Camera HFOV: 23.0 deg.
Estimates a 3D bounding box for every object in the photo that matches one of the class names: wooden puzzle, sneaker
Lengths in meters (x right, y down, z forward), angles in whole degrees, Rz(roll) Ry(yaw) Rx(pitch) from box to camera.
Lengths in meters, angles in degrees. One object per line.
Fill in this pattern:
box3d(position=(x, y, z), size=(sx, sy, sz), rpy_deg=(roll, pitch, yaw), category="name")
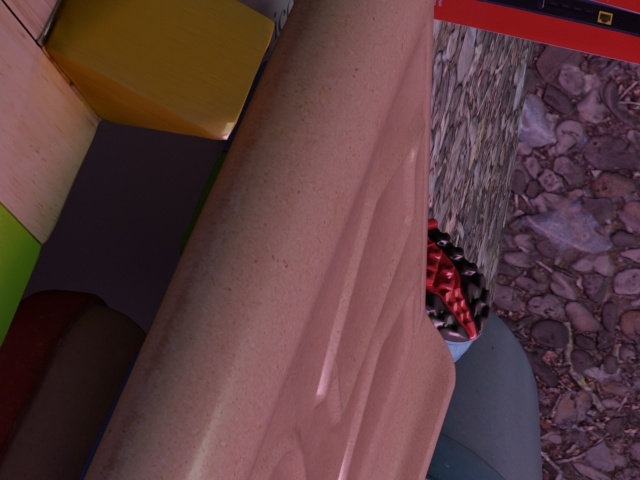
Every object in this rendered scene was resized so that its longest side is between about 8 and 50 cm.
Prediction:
box3d(position=(-0.026, 0.091, 0.662), size=(0.348, 0.080, 0.322), rpy_deg=(77, 30, -57), category="wooden puzzle")
box3d(position=(0.000, 0.000, 1.091), size=(0.104, 0.262, 0.125), rpy_deg=(-8, 143, -41), category="sneaker")

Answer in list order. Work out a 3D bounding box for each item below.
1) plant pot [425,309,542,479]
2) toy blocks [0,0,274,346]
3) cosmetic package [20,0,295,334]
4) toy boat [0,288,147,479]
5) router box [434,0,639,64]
box3d(position=(0.033, 0.207, 1.215), size=(0.334, 0.341, 0.341), rpy_deg=(-69, 168, -59), category="plant pot")
box3d(position=(-0.122, -0.189, 0.467), size=(0.261, 0.191, 0.381), rpy_deg=(57, 48, -58), category="toy blocks")
box3d(position=(-0.070, -0.030, 0.833), size=(0.385, 0.156, 0.217), rpy_deg=(91, 21, -49), category="cosmetic package")
box3d(position=(-0.161, 0.121, 0.618), size=(0.151, 0.151, 0.231), rpy_deg=(92, 17, -57), category="toy boat")
box3d(position=(0.167, -0.265, 1.253), size=(0.335, 0.301, 0.082), rpy_deg=(-58, 158, -54), category="router box")
